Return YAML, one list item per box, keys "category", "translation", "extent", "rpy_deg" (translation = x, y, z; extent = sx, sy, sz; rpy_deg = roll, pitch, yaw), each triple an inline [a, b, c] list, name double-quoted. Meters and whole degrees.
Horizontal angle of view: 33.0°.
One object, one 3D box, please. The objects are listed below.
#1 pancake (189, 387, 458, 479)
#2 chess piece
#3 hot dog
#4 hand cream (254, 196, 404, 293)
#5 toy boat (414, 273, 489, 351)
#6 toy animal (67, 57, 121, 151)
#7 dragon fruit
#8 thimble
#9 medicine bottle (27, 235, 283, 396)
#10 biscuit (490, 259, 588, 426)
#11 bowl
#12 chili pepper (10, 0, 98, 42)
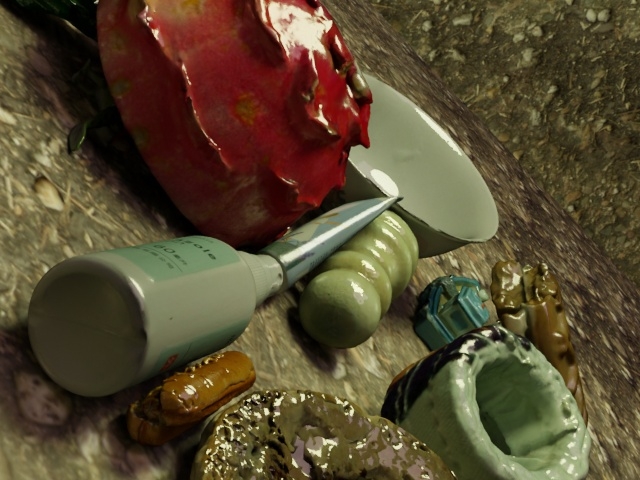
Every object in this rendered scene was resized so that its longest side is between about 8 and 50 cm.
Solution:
- category: "pancake"
  translation: [0.036, 0.285, 0.917]
  extent: [0.387, 0.082, 0.387]
  rpy_deg: [37, 26, -21]
- category: "chess piece"
  translation: [0.040, 0.056, 1.336]
  extent: [0.133, 0.133, 0.243]
  rpy_deg: [47, 25, -7]
- category: "hot dog"
  translation: [-0.105, 0.130, 0.916]
  extent: [0.045, 0.071, 0.165]
  rpy_deg: [54, 18, 6]
- category: "hand cream"
  translation: [0.000, 0.000, 1.292]
  extent: [0.256, 0.088, 0.055]
  rpy_deg: [-32, 104, -45]
- category: "toy boat"
  translation: [0.215, 0.102, 1.668]
  extent: [0.109, 0.098, 0.238]
  rpy_deg: [52, 18, -1]
- category: "toy animal"
  translation: [-0.252, -0.158, 1.196]
  extent: [0.075, 0.041, 0.217]
  rpy_deg: [48, 23, -9]
- category: "dragon fruit"
  translation: [-0.081, -0.190, 1.273]
  extent: [0.386, 0.249, 0.371]
  rpy_deg: [63, 17, -11]
- category: "thimble"
  translation: [0.192, 0.221, 1.227]
  extent: [0.237, 0.150, 0.237]
  rpy_deg: [24, 47, -29]
- category: "medicine bottle"
  translation: [-0.120, 0.052, 0.973]
  extent: [0.110, 0.110, 0.352]
  rpy_deg: [52, 18, 8]
- category: "biscuit"
  translation: [0.329, 0.177, 1.635]
  extent: [0.366, 0.115, 0.268]
  rpy_deg: [-41, 118, -75]
- category: "bowl"
  translation: [0.086, -0.081, 1.589]
  extent: [0.345, 0.157, 0.346]
  rpy_deg: [31, 31, -21]
- category: "chili pepper"
  translation: [-0.295, -0.280, 1.274]
  extent: [0.253, 0.083, 0.099]
  rpy_deg: [43, 20, -34]
